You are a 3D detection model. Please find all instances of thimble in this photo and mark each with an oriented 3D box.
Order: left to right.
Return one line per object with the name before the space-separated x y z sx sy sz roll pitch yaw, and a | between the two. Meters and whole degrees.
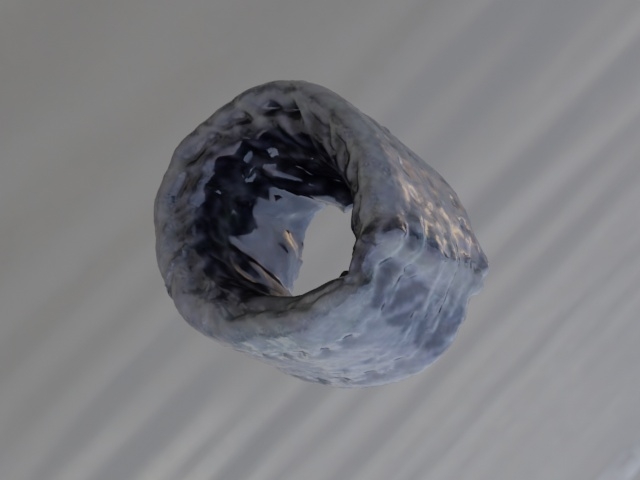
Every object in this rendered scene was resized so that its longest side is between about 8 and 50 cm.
thimble | 0.000 0.000 1.462 0.157 0.245 0.217 28 88 -48
